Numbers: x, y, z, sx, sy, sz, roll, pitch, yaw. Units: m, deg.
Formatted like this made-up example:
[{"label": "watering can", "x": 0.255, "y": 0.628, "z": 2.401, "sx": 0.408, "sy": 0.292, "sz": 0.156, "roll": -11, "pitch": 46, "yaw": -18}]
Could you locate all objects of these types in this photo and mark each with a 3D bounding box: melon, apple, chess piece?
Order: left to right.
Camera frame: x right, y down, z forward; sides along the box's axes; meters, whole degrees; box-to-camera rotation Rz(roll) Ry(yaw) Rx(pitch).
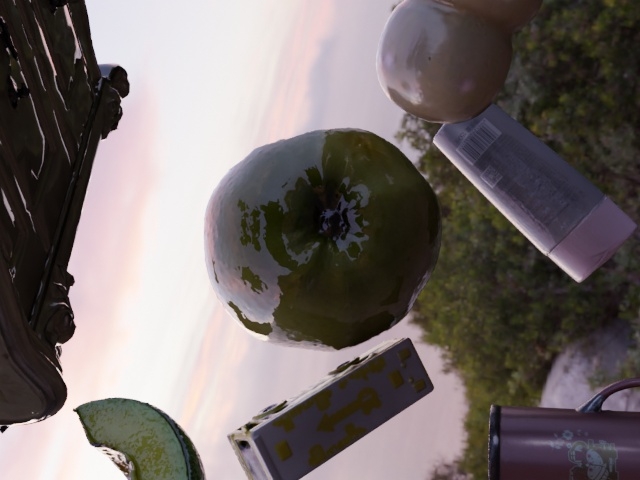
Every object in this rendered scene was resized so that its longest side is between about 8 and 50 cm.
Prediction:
[{"label": "melon", "x": -0.214, "y": 0.328, "z": 1.150, "sx": 0.265, "sy": 0.129, "sz": 0.169, "roll": 54, "pitch": 175, "yaw": 31}, {"label": "apple", "x": 0.000, "y": 0.000, "z": 0.924, "sx": 0.279, "sy": 0.279, "sz": 0.279, "roll": 10, "pitch": -90, "yaw": -90}, {"label": "chess piece", "x": 0.136, "y": -0.248, "z": 0.711, "sx": 0.167, "sy": 0.167, "sz": 0.299, "roll": -78, "pitch": 10, "yaw": -76}]

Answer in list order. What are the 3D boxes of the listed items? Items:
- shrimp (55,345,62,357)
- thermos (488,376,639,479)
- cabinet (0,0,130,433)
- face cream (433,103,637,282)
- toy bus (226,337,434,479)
[{"label": "shrimp", "x": -0.385, "y": 0.116, "z": 1.160, "sx": 0.108, "sy": 0.023, "sz": 0.059, "roll": 67, "pitch": 170, "yaw": -10}, {"label": "thermos", "x": 0.356, "y": 0.230, "z": 0.918, "sx": 0.109, "sy": 0.330, "sz": 0.136, "roll": 72, "pitch": -157, "yaw": -50}, {"label": "cabinet", "x": -0.248, "y": -0.109, "z": 0.428, "sx": 0.318, "sy": 0.227, "sz": 0.290, "roll": -93, "pitch": -3, "yaw": -49}, {"label": "face cream", "x": 0.271, "y": -0.070, "z": 1.077, "sx": 0.107, "sy": 0.269, "sz": 0.073, "roll": -51, "pitch": -11, "yaw": 25}, {"label": "toy bus", "x": 0.016, "y": 0.186, "z": 0.896, "sx": 0.074, "sy": 0.226, "sz": 0.081, "roll": -23, "pitch": 91, "yaw": 61}]
